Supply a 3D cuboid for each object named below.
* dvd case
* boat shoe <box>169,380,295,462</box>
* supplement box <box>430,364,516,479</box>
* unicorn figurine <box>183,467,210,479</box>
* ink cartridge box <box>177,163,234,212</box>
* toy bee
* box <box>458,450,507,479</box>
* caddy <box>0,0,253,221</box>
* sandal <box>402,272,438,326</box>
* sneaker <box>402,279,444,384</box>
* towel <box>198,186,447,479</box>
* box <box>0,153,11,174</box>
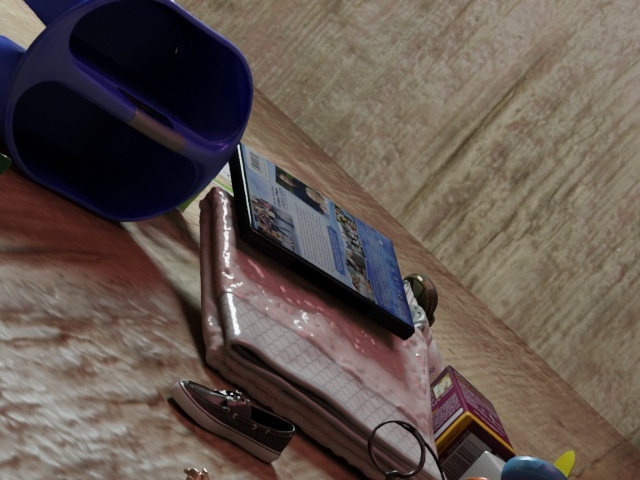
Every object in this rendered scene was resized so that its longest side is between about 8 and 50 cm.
[{"bbox_3d":[0.000,0.000,2.043,0.253,0.022,0.180,33,26,-28],"label":"dvd case"},{"bbox_3d":[-0.080,0.158,1.629,0.142,0.040,0.049,36,11,-38],"label":"boat shoe"},{"bbox_3d":[0.158,0.236,2.117,0.081,0.104,0.188,41,8,-12],"label":"supplement box"},{"bbox_3d":[-0.046,0.240,1.354,0.162,0.060,0.111,26,9,-1],"label":"unicorn figurine"},{"bbox_3d":[-0.202,-0.105,2.220,0.189,0.097,0.255,35,13,-44],"label":"ink cartridge box"},{"bbox_3d":[0.199,0.286,1.834,0.298,0.195,0.162,41,-27,18],"label":"toy bee"},{"bbox_3d":[0.235,0.337,2.007,0.170,0.091,0.130,35,11,-41],"label":"box"},{"bbox_3d":[-0.220,-0.158,1.916,0.179,0.241,0.341,43,8,36],"label":"caddy"},{"bbox_3d":[0.140,0.096,2.624,0.090,0.060,0.219,61,-22,14],"label":"sandal"},{"bbox_3d":[0.106,0.143,2.455,0.129,0.111,0.297,63,3,-15],"label":"sneaker"},{"bbox_3d":[0.003,0.113,1.954,0.332,0.053,0.317,37,23,-24],"label":"towel"},{"bbox_3d":[-0.345,-0.083,1.409,0.179,0.105,0.043,39,10,-23],"label":"box"}]
